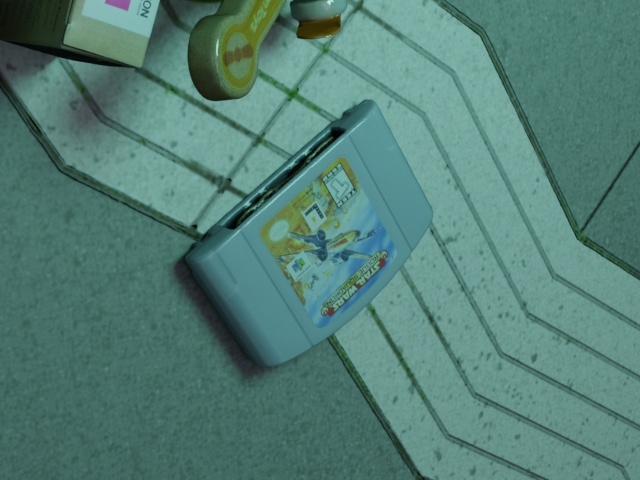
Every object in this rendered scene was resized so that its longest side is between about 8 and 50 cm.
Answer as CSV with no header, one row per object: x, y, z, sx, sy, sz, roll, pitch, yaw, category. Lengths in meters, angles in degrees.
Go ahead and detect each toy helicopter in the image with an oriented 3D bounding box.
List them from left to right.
-0.045,-0.267,1.364,0.355,0.140,0.235,-67,147,-34,toy helicopter

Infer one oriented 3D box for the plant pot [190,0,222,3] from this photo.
-0.128,-0.299,1.389,0.083,0.083,0.079,17,79,-37,plant pot

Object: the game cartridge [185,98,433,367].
0.000,0.000,1.559,0.297,0.062,0.198,-43,117,-20,game cartridge

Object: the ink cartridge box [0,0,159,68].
-0.214,-0.287,1.253,0.088,0.193,0.235,15,93,-36,ink cartridge box
